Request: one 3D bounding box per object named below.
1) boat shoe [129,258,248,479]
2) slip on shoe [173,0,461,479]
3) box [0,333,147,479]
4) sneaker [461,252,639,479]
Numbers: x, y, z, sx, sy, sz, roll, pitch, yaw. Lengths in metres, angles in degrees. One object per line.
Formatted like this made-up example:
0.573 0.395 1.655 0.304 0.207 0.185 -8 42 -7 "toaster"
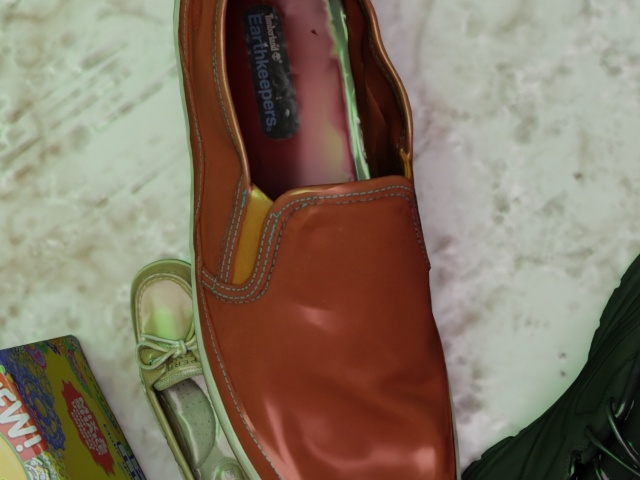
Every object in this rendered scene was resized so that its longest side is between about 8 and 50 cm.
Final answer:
-0.059 0.082 0.786 0.056 0.048 0.153 -15 88 3 "boat shoe"
0.000 0.000 0.746 0.123 0.101 0.331 -9 87 -17 "slip on shoe"
-0.186 0.235 0.728 0.279 0.177 0.290 -28 87 1 "box"
0.136 0.112 0.734 0.109 0.130 0.286 29 92 1 "sneaker"
